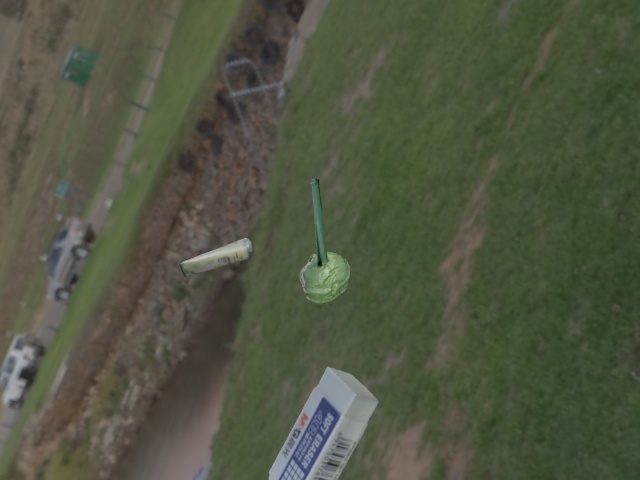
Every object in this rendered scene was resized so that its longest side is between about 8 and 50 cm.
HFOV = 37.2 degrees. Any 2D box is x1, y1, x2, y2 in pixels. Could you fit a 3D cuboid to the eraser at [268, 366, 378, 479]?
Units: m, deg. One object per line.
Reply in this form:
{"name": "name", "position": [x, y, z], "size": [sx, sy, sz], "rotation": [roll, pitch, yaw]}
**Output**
{"name": "eraser", "position": [0.004, 0.412, 1.952], "size": [0.279, 0.081, 0.124], "rotation": [-62, 35, 8]}

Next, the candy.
{"name": "candy", "position": [0.000, 0.000, 1.604], "size": [0.335, 0.093, 0.092], "rotation": [82, 174, -56]}

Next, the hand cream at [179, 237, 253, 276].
{"name": "hand cream", "position": [-0.195, 0.034, 1.798], "size": [0.061, 0.143, 0.039], "rotation": [83, 166, -67]}
